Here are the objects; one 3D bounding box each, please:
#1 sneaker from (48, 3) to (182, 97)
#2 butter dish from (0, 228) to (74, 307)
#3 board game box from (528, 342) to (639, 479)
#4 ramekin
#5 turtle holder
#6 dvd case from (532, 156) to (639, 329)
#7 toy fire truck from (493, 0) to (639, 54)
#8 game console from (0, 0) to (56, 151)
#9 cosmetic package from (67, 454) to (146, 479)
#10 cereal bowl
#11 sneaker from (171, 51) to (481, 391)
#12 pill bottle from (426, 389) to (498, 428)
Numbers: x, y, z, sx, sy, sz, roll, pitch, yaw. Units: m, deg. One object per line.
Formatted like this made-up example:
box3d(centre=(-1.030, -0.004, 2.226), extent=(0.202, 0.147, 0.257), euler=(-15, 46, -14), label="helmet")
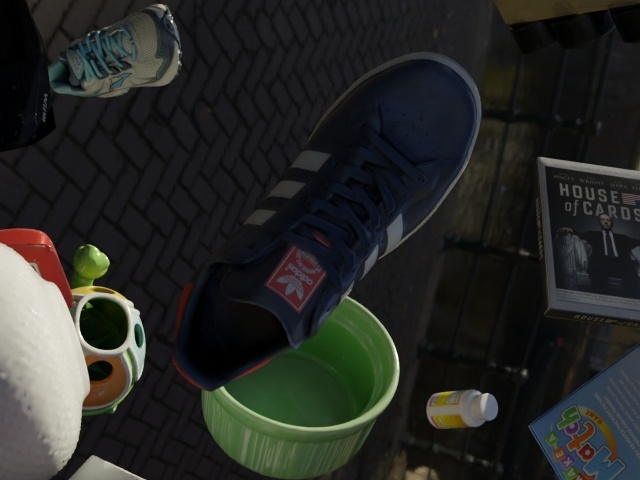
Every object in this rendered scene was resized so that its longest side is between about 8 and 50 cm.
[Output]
box3d(centre=(-0.312, -0.265, 1.170), extent=(0.122, 0.283, 0.110), euler=(-20, 95, -42), label="sneaker")
box3d(centre=(-0.492, 0.033, 1.291), extent=(0.160, 0.160, 0.118), euler=(87, -2, -47), label="butter dish")
box3d(centre=(0.289, 0.149, 0.624), extent=(0.211, 0.160, 0.039), euler=(-40, 123, 13), label="board game box")
box3d(centre=(-0.042, 0.218, 1.220), extent=(0.303, 0.303, 0.148), euler=(-47, 158, -48), label="ramekin")
box3d(centre=(-0.464, 0.191, 1.630), extent=(0.227, 0.243, 0.320), euler=(-48, -164, 48), label="turtle holder")
box3d(centre=(0.376, 0.001, 1.042), extent=(0.029, 0.179, 0.238), euler=(104, -8, -59), label="dvd case")
box3d(centre=(0.304, -0.275, 0.722), extent=(0.246, 0.217, 0.158), euler=(-39, 110, -13), label="toy fire truck")
box3d(centre=(-0.296, -0.191, 0.432), extent=(0.213, 0.361, 0.044), euler=(-16, 163, -24), label="game console")
box3d(centre=(-0.284, 0.406, 0.955), extent=(0.225, 0.224, 0.138), euler=(-44, 109, -28), label="cosmetic package")
box3d(centre=(-0.394, 0.151, 1.026), extent=(0.141, 0.339, 0.339), euler=(-18, 124, -25), label="cereal bowl")
box3d(centre=(0.000, 0.000, 0.651), extent=(0.350, 0.131, 0.148), euler=(-49, -174, 22), label="sneaker")
box3d(centre=(0.168, 0.199, 0.928), extent=(0.043, 0.083, 0.043), euler=(11, 71, -35), label="pill bottle")
